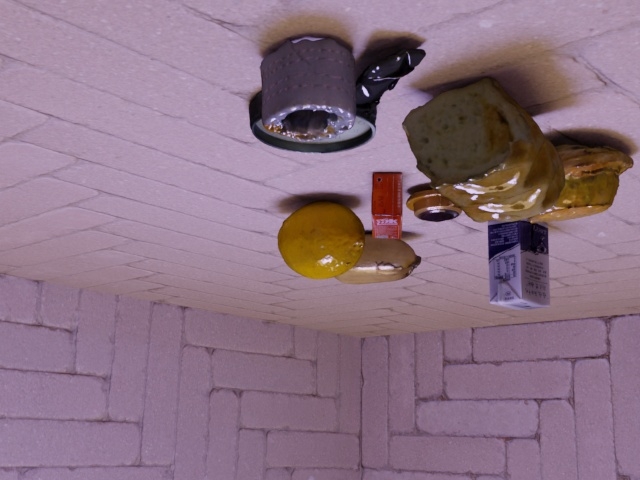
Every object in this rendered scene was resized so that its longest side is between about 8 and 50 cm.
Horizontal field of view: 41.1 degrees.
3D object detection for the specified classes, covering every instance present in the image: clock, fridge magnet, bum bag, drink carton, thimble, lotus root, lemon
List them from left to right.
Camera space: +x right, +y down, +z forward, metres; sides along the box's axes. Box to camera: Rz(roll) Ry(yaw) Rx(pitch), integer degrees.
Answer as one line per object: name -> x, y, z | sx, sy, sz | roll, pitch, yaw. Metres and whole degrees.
thimble -> -0.017, -0.223, 1.272 | 0.151, 0.118, 0.127 | -13, 160, 42
clock -> -0.014, -0.207, 1.482 | 0.226, 0.049, 0.226 | 2, 165, 0
lemon -> 0.000, 0.000, 2.031 | 0.256, 0.188, 0.188 | -5, 165, 38
lotus root -> 0.127, 0.048, 2.329 | 0.303, 0.131, 0.146 | -3, 142, 15
bum bag -> 0.091, -0.239, 1.302 | 0.087, 0.049, 0.197 | -18, 173, -22
drink carton -> 0.149, -0.072, 1.907 | 0.071, 0.096, 0.223 | 1, 166, 4
fridge magnet -> 0.265, -0.081, 1.929 | 0.143, 0.063, 0.143 | -1, 164, 0
drink carton -> 0.496, 0.057, 2.130 | 0.102, 0.222, 0.134 | -12, 161, 42

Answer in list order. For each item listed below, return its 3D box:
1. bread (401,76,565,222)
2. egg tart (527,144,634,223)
bread -> 0.272, -0.141, 1.415 | 0.196, 0.238, 0.252 | -44, 142, 16
egg tart -> 0.479, -0.105, 1.678 | 0.288, 0.118, 0.288 | -9, 172, -1
